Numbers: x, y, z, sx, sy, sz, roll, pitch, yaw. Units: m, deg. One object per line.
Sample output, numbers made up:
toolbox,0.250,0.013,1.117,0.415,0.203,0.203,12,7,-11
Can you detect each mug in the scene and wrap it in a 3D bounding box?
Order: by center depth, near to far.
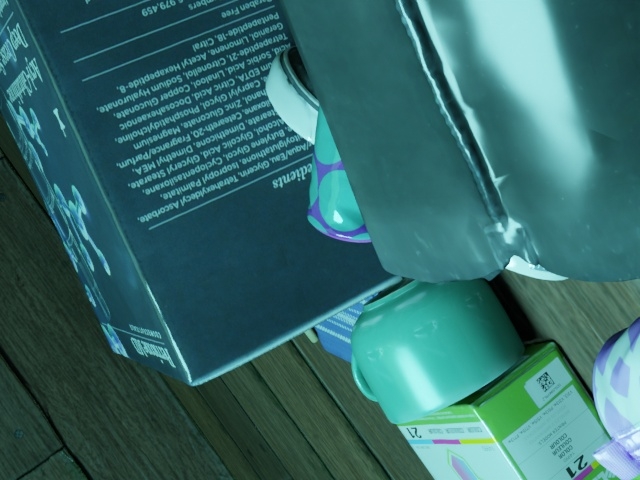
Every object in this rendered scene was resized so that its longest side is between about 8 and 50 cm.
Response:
mug,0.079,0.085,0.898,0.097,0.158,0.129,61,-164,-1

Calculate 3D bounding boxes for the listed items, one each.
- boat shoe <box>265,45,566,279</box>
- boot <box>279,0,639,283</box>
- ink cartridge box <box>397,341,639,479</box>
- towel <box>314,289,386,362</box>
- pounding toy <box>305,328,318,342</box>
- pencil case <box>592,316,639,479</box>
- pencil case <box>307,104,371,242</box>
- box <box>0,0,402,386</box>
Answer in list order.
boat shoe,0.073,-0.089,0.727,0.301,0.108,0.102,41,125,43
boot,0.101,-0.170,0.401,0.367,0.146,0.445,9,130,46
ink cartridge box,0.197,0.225,0.932,0.255,0.097,0.189,56,160,0
towel,0.000,0.000,1.130,0.243,0.040,0.336,15,134,63
pounding toy,-0.076,0.062,1.324,0.141,0.100,0.130,58,162,26
pencil case,0.213,0.043,0.480,0.086,0.088,0.206,36,141,-5
pencil case,0.034,-0.076,0.652,0.070,0.064,0.151,20,115,25
box,-0.142,-0.104,0.951,0.395,0.212,0.293,66,159,-9
